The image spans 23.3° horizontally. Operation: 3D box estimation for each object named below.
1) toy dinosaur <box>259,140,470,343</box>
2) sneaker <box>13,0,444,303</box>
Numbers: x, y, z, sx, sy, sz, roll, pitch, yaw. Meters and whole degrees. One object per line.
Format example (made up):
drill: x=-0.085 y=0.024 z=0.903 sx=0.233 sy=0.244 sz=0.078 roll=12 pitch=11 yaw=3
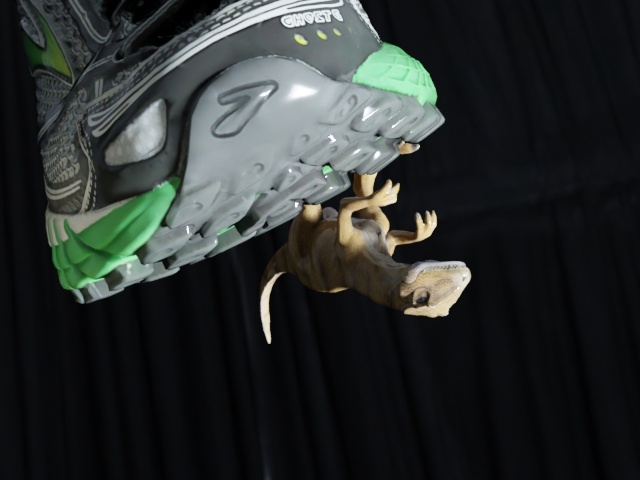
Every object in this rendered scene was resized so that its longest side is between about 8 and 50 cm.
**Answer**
toy dinosaur: x=0.000 y=0.000 z=0.800 sx=0.064 sy=0.112 sz=0.211 roll=11 pitch=175 yaw=-25
sneaker: x=-0.065 y=-0.084 z=0.550 sx=0.134 sy=0.343 sz=0.146 roll=-28 pitch=111 yaw=-6
